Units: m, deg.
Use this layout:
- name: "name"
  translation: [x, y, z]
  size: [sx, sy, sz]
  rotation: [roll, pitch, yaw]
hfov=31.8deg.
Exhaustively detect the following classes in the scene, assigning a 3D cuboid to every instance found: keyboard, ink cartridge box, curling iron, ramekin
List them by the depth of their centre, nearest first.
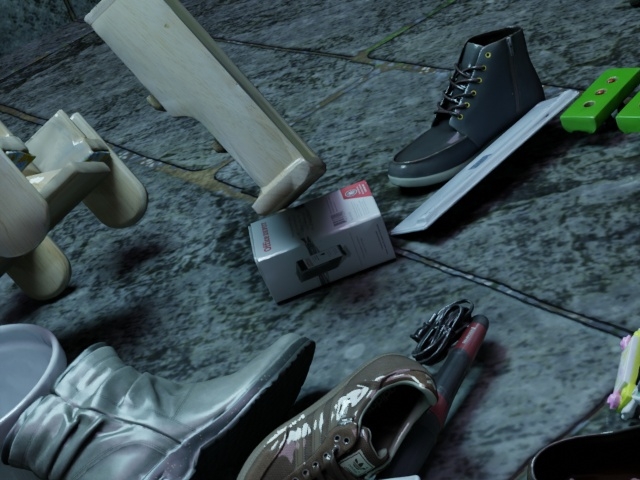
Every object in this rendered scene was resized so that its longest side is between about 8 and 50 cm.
- name: "curling iron"
  translation: [0.074, 0.144, 0.878]
  size: [0.068, 0.035, 0.274]
  rotation: [-28, 22, 40]
- name: "ramekin"
  translation: [-0.309, 0.178, 1.010]
  size: [0.207, 0.109, 0.207]
  rotation: [-17, 26, 9]
- name: "ink cartridge box"
  translation: [0.000, 0.000, 1.173]
  size: [0.135, 0.056, 0.099]
  rotation: [-21, 25, 2]
- name: "keyboard"
  translation: [0.178, -0.085, 1.210]
  size: [0.256, 0.014, 0.072]
  rotation: [-40, 7, -23]

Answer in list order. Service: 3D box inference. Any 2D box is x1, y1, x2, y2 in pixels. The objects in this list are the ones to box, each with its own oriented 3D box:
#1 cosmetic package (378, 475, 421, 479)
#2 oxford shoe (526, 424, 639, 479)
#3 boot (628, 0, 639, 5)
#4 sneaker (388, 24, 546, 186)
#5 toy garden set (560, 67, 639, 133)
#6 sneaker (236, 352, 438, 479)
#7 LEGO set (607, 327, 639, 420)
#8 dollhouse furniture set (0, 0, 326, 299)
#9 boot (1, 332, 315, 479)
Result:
- name: "cosmetic package"
  translation: [-0.018, 0.244, 0.621]
  size: [0.183, 0.151, 0.151]
  rotation: [-11, 28, 18]
- name: "oxford shoe"
  translation: [0.230, 0.149, 0.661]
  size: [0.227, 0.096, 0.083]
  rotation: [-9, 52, 25]
- name: "boot"
  translation: [0.516, -0.393, 1.510]
  size: [0.208, 0.076, 0.190]
  rotation: [-16, 40, 27]
- name: "sneaker"
  translation: [0.154, -0.154, 1.279]
  size: [0.222, 0.118, 0.083]
  rotation: [-33, 28, -21]
- name: "toy garden set"
  translation: [0.412, -0.160, 1.184]
  size: [0.244, 0.049, 0.204]
  rotation: [7, 40, 45]
- name: "sneaker"
  translation: [0.008, 0.155, 0.820]
  size: [0.188, 0.066, 0.071]
  rotation: [-46, 18, -10]
- name: "LEGO set"
  translation: [0.299, 0.060, 0.833]
  size: [0.132, 0.107, 0.287]
  rotation: [38, 52, 21]
- name: "dollhouse furniture set"
  translation: [-0.226, -0.035, 1.149]
  size: [0.394, 0.256, 0.362]
  rotation: [-42, 0, 7]
- name: "boot"
  translation: [-0.130, 0.126, 0.926]
  size: [0.161, 0.083, 0.246]
  rotation: [33, 54, 21]
